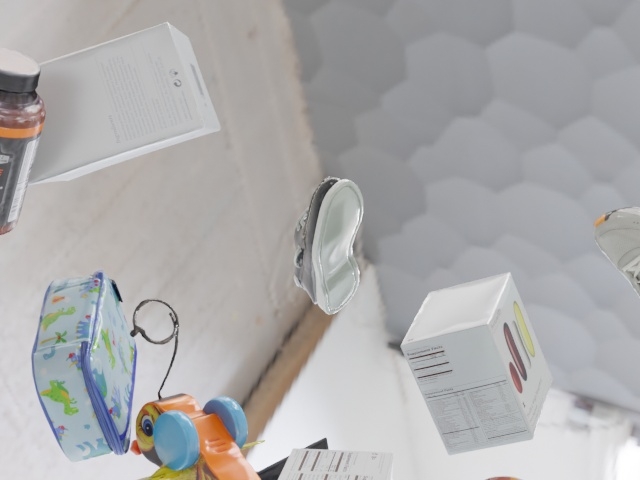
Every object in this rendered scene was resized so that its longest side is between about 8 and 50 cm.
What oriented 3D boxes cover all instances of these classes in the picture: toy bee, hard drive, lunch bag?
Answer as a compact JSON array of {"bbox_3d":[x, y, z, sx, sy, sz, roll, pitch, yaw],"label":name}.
[{"bbox_3d":[-0.159,0.245,1.549,0.195,0.298,0.162,10,140,-29],"label":"toy bee"},{"bbox_3d":[-0.077,0.396,2.015,0.172,0.054,0.255,-23,164,-25],"label":"hard drive"},{"bbox_3d":[-0.287,0.157,1.579,0.219,0.090,0.176,-96,174,-58],"label":"lunch bag"}]

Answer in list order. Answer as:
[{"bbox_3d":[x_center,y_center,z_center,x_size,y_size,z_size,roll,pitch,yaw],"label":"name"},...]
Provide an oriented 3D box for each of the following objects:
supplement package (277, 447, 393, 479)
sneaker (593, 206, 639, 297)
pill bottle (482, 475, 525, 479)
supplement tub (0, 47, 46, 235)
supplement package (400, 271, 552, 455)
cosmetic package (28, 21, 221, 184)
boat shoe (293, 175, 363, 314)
[{"bbox_3d":[0.018,0.430,1.660,0.204,0.145,0.262,-52,142,-79],"label":"supplement package"},{"bbox_3d":[0.470,0.065,1.718,0.099,0.262,0.121,-41,-165,42],"label":"sneaker"},{"bbox_3d":[0.207,0.332,1.435,0.216,0.121,0.121,6,98,-78],"label":"pill bottle"},{"bbox_3d":[-0.364,-0.109,1.392,0.106,0.106,0.198,-27,142,-58],"label":"supplement tub"},{"bbox_3d":[0.251,0.192,1.997,0.203,0.149,0.194,66,26,-16],"label":"supplement package"},{"bbox_3d":[-0.260,-0.168,1.587,0.224,0.224,0.138,-89,160,-86],"label":"cosmetic package"},{"bbox_3d":[0.000,0.000,1.985,0.114,0.091,0.302,-37,150,-30],"label":"boat shoe"}]
